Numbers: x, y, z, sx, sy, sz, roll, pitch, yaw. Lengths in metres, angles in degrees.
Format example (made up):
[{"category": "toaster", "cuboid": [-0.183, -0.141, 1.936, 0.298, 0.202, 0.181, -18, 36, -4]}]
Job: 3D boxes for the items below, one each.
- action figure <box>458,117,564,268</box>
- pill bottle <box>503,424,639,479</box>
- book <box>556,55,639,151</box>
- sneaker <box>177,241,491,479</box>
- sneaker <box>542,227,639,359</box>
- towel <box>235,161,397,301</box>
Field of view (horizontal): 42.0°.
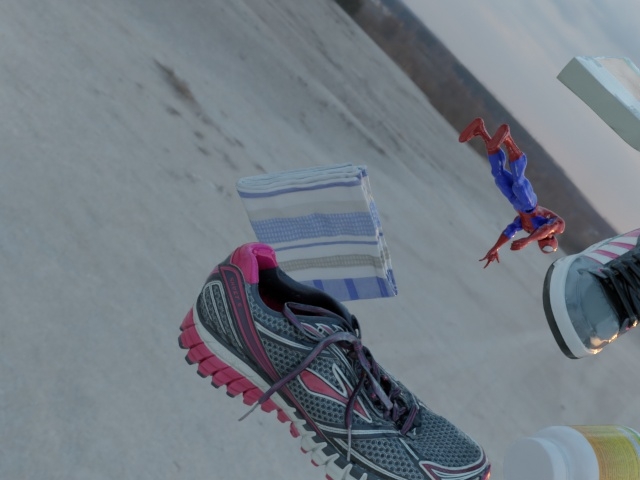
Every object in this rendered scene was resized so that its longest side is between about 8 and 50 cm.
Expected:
[{"category": "action figure", "cuboid": [0.284, -0.043, 1.282, 0.280, 0.139, 0.091, 45, -9, -37]}, {"category": "pill bottle", "cuboid": [0.412, 0.365, 1.337, 0.245, 0.136, 0.136, 9, 35, -36]}, {"category": "book", "cuboid": [0.277, -0.123, 0.747, 0.096, 0.035, 0.144, 50, 31, 18]}, {"category": "sneaker", "cuboid": [0.017, 0.122, 0.717, 0.299, 0.112, 0.121, 34, 25, 5]}, {"category": "sneaker", "cuboid": [0.378, 0.041, 0.938, 0.295, 0.178, 0.124, -26, 90, -52]}, {"category": "towel", "cuboid": [0.000, 0.000, 1.329, 0.034, 0.209, 0.285, -79, 157, -45]}]
